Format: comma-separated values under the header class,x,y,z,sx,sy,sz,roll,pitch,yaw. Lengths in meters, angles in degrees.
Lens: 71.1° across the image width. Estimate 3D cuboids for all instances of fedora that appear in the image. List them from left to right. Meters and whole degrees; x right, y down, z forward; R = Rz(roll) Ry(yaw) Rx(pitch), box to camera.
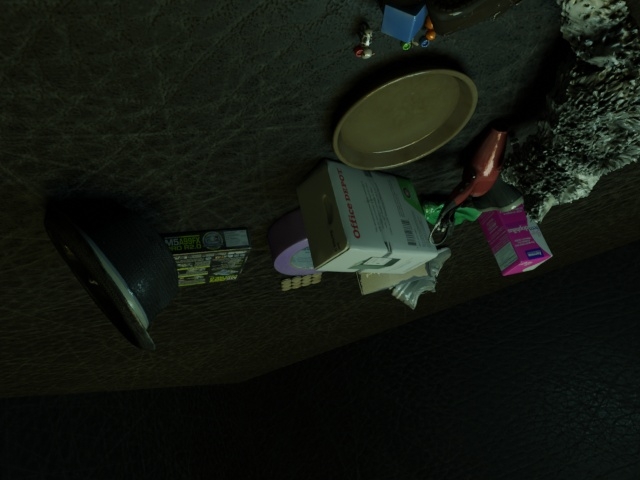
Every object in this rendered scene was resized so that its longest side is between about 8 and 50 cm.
class,x,y,z,sx,sy,sz,roll,pitch,yaw
fedora,-0.385,0.053,0.893,0.152,0.334,0.334,-39,170,-30

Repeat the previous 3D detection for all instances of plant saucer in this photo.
class,x,y,z,sx,sy,sz,roll,pitch,yaw
plant saucer,0.152,-0.226,0.838,0.277,0.041,0.278,-13,157,-5

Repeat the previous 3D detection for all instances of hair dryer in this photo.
class,x,y,z,sx,sy,sz,roll,pitch,yaw
hair dryer,0.345,-0.121,1.010,0.294,0.080,0.223,-68,165,14

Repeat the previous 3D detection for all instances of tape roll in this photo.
class,x,y,z,sx,sy,sz,roll,pitch,yaw
tape roll,0.000,0.000,1.200,0.274,0.090,0.275,-13,157,-5

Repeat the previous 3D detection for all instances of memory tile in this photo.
class,x,y,z,sx,sy,sz,roll,pitch,yaw
memory tile,-0.068,0.143,1.590,0.147,0.012,0.113,-13,158,-8

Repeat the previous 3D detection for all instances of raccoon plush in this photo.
class,x,y,z,sx,sy,sz,roll,pitch,yaw
raccoon plush,0.418,-0.236,0.819,0.446,0.216,0.299,37,124,-27

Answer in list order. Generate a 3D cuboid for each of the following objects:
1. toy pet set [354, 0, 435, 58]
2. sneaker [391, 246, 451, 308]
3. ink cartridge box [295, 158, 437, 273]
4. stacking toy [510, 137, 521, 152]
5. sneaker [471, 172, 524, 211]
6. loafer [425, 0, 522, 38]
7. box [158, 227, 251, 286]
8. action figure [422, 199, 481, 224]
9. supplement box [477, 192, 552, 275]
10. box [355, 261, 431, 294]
class,x,y,z,sx,sy,sz,roll,pitch,yaw
toy pet set,0.118,-0.290,0.630,0.122,0.065,0.114,-13,158,-8
sneaker,0.390,0.137,1.653,0.281,0.115,0.105,-41,169,-12
ink cartridge box,0.104,-0.044,1.009,0.288,0.211,0.121,6,151,-40
stacking toy,0.556,-0.221,1.054,0.166,0.052,0.221,-20,164,30
sneaker,0.450,-0.146,1.193,0.083,0.118,0.222,-34,-174,-2
loafer,0.231,-0.336,0.578,0.219,0.080,0.078,-24,168,0
box,-0.329,0.051,1.142,0.269,0.060,0.216,-5,156,-23
action figure,0.350,-0.082,1.273,0.137,0.064,0.232,-29,158,33
supplement box,0.585,-0.019,1.367,0.111,0.220,0.114,-10,157,-13
box,0.216,0.057,1.394,0.232,0.059,0.184,-15,122,1
